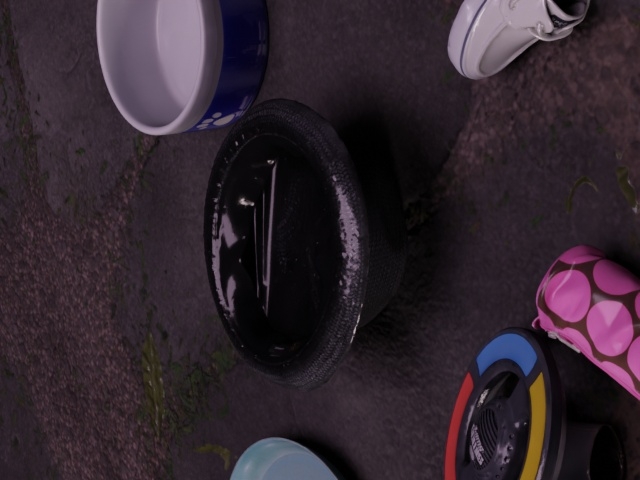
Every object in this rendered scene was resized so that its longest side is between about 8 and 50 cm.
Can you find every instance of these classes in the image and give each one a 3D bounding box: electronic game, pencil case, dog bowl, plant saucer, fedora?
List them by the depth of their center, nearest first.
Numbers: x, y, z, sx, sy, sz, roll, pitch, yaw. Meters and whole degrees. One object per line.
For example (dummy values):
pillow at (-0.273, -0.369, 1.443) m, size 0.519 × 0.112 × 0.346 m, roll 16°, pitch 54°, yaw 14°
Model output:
pencil case at (0.293, 0.097, 1.230) m, size 0.098 × 0.095 × 0.209 m, roll -48°, pitch 49°, yaw 0°
electronic game at (0.175, 0.197, 1.307) m, size 0.229 × 0.048 × 0.229 m, roll -167°, pitch 90°, yaw -73°
fedora at (0.000, 0.000, 1.530) m, size 0.334 × 0.152 × 0.334 m, roll 14°, pitch 108°, yaw 50°
plant saucer at (-0.017, 0.407, 1.726) m, size 0.318 × 0.044 × 0.317 m, roll 15°, pitch 110°, yaw 49°
dog bowl at (-0.185, -0.273, 1.750) m, size 0.265 × 0.104 × 0.264 m, roll 13°, pitch 107°, yaw 50°

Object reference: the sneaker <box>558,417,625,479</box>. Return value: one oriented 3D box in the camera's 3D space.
sneaker at (0.243, 0.285, 1.337) m, size 0.118 × 0.083 × 0.222 m, roll 0°, pitch 96°, yaw 51°

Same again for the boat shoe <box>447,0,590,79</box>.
boat shoe at (0.211, -0.233, 1.262) m, size 0.258 × 0.095 × 0.084 m, roll -56°, pitch 50°, yaw 42°
